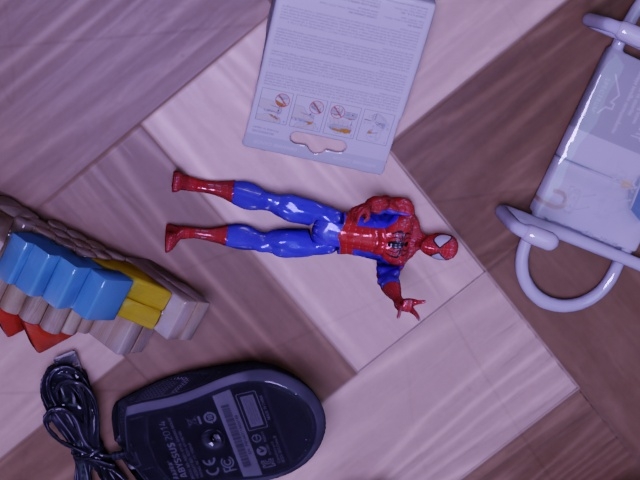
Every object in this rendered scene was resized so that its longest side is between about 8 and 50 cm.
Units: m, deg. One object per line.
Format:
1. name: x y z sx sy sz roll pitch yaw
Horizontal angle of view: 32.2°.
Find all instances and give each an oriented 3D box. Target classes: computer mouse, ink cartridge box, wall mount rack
1. computer mouse: -0.126 0.177 1.093 0.272 0.072 0.189 -10 108 10
2. ink cartridge box: 0.015 -0.161 1.037 0.145 0.045 0.179 11 122 -9
3. wall mount rack: 0.345 -0.057 1.042 0.304 0.130 0.350 20 103 -11

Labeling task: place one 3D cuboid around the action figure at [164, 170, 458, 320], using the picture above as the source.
1. action figure: 0.000 0.000 1.023 0.280 0.139 0.091 6 105 -10

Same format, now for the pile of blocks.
1. pile of blocks: -0.285 0.035 0.992 0.362 0.149 0.113 25 101 -12
